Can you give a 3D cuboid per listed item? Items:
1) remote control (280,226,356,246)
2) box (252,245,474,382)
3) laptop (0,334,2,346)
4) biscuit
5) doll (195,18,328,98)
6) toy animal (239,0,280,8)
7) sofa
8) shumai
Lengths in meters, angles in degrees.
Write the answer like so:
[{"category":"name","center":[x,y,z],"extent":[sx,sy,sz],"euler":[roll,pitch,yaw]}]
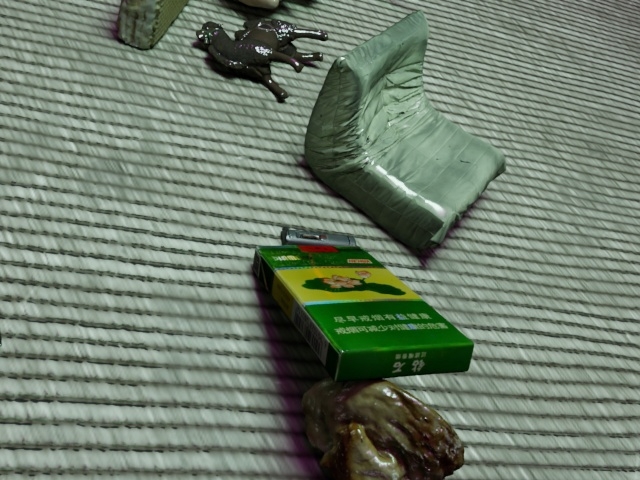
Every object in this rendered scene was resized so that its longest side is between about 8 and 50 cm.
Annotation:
[{"category":"remote control","center":[0.000,0.000,0.782],"extent":[0.091,0.016,0.034],"euler":[5,46,-21]},{"category":"box","center":[0.029,0.060,0.655],"extent":[0.132,0.034,0.235],"euler":[0,21,-24]},{"category":"laptop","center":[-0.369,0.025,0.601],"extent":[0.135,0.016,0.197],"euler":[-5,56,-28]},{"category":"biscuit","center":[-0.210,-0.371,0.937],"extent":[0.062,0.108,0.238],"euler":[23,47,-8]},{"category":"doll","center":[-0.088,-0.274,0.949],"extent":[0.165,0.057,0.139],"euler":[25,49,4]},{"category":"toy animal","center":[-0.055,-0.454,1.048],"extent":[0.154,0.166,0.250],"euler":[36,51,19]},{"category":"sofa","center":[0.123,-0.137,0.841],"extent":[0.225,0.176,0.210],"euler":[40,47,11]},{"category":"shumai","center":[0.052,0.179,0.574],"extent":[0.139,0.123,0.105],"euler":[-7,43,7]}]
